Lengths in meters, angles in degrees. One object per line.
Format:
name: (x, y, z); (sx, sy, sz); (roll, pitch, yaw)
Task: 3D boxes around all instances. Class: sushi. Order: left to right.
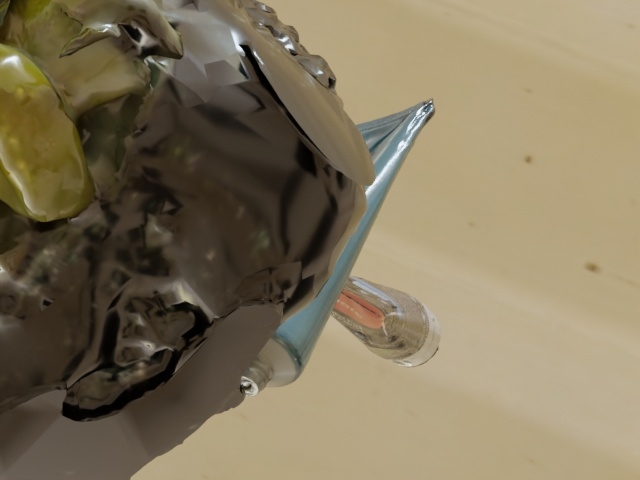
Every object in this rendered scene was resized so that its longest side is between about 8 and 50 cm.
sushi: (-0.185, -0.050, 0.887); (0.328, 0.329, 0.285); (-39, -53, 20)

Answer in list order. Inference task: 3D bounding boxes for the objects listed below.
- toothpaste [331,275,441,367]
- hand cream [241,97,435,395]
toothpaste: (0.030, 0.044, 1.134); (0.045, 0.071, 0.193); (-60, -19, -1)
hand cream: (0.000, 0.000, 1.006); (0.048, 0.083, 0.224); (52, -138, -25)
